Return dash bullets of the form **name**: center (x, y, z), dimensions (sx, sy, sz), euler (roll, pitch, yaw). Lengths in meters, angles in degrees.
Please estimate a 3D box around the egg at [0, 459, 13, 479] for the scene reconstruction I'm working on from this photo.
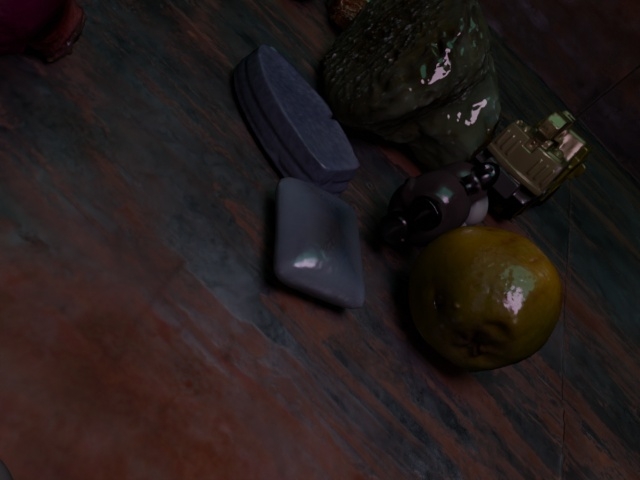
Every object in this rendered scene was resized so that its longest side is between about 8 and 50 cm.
- **egg**: center (-0.233, 0.177, 0.289), dimensions (0.103, 0.103, 0.135), euler (38, 40, -13)

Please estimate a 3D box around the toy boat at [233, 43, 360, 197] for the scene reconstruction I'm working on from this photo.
- **toy boat**: center (-0.049, -0.192, 0.837), dimensions (0.127, 0.078, 0.283), euler (-15, 69, -47)

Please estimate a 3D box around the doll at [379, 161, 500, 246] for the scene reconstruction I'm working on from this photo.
- **doll**: center (0.197, -0.061, 0.876), dimensions (0.257, 0.181, 0.118), euler (-19, 84, -54)

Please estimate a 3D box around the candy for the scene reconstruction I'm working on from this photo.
- **candy**: center (0.000, 0.000, 0.711), dimensions (0.138, 0.071, 0.174), euler (25, 42, -28)

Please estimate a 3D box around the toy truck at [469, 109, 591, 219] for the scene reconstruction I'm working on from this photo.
- **toy truck**: center (0.512, -0.195, 1.263), dimensions (0.181, 0.254, 0.405), euler (53, 34, 15)

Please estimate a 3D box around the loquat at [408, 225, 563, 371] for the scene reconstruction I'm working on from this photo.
- **loquat**: center (0.240, 0.069, 0.779), dimensions (0.213, 0.213, 0.246), euler (41, 37, -8)

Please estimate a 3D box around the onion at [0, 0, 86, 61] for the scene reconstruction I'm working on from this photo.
- **onion**: center (-0.341, -0.291, 0.488), dimensions (0.348, 0.347, 0.385), euler (60, 3, 17)

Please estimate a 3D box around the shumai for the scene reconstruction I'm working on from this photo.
- **shumai**: center (0.210, -0.307, 1.049), dimensions (0.323, 0.324, 0.398), euler (40, 39, -34)

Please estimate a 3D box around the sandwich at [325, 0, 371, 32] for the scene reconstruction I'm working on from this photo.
- **sandwich**: center (0.103, -0.528, 1.306), dimensions (0.235, 0.079, 0.159), euler (33, 49, -13)
